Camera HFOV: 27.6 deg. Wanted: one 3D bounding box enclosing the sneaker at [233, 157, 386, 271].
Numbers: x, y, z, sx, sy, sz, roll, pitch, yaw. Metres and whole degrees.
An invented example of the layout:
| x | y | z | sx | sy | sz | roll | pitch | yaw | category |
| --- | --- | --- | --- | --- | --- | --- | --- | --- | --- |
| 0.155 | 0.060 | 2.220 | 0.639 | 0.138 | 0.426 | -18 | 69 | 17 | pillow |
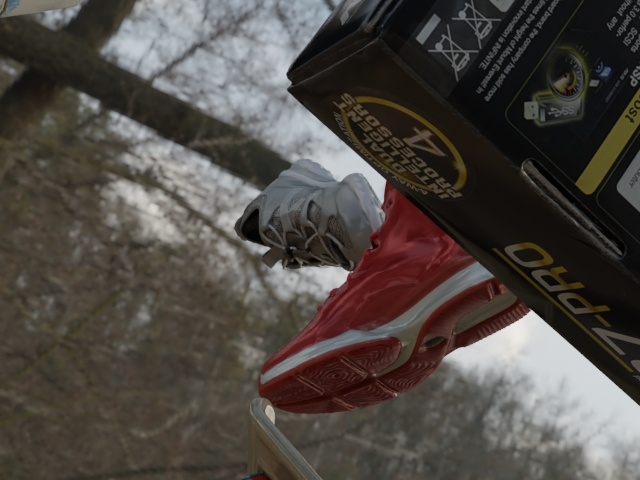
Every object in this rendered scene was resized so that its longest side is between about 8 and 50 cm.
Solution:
| x | y | z | sx | sy | sz | roll | pitch | yaw | category |
| --- | --- | --- | --- | --- | --- | --- | --- | --- | --- |
| 0.000 | 0.000 | 1.266 | 0.105 | 0.115 | 0.281 | 59 | -12 | -18 | sneaker |

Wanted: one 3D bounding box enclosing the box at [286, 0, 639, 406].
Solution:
| x | y | z | sx | sy | sz | roll | pitch | yaw | category |
| --- | --- | --- | --- | --- | --- | --- | --- | --- | --- |
| 0.220 | -0.117 | 0.577 | 0.318 | 0.395 | 0.097 | 40 | -20 | -14 | box |

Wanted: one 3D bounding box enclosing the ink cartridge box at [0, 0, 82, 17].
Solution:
| x | y | z | sx | sy | sz | roll | pitch | yaw | category |
| --- | --- | --- | --- | --- | --- | --- | --- | --- | --- |
| -0.289 | -0.295 | 1.103 | 0.168 | 0.233 | 0.171 | -26 | -93 | 46 | ink cartridge box |

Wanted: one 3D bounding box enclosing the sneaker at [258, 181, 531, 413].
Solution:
| x | y | z | sx | sy | sz | roll | pitch | yaw | category |
| --- | --- | --- | --- | --- | --- | --- | --- | --- | --- |
| 0.046 | 0.032 | 0.932 | 0.221 | 0.128 | 0.087 | -26 | -38 | 19 | sneaker |

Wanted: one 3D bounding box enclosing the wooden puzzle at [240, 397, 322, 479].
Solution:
| x | y | z | sx | sy | sz | roll | pitch | yaw | category |
| --- | --- | --- | --- | --- | --- | --- | --- | --- | --- |
| -0.005 | 0.247 | 0.799 | 0.044 | 0.220 | 0.238 | -11 | 32 | -23 | wooden puzzle |
